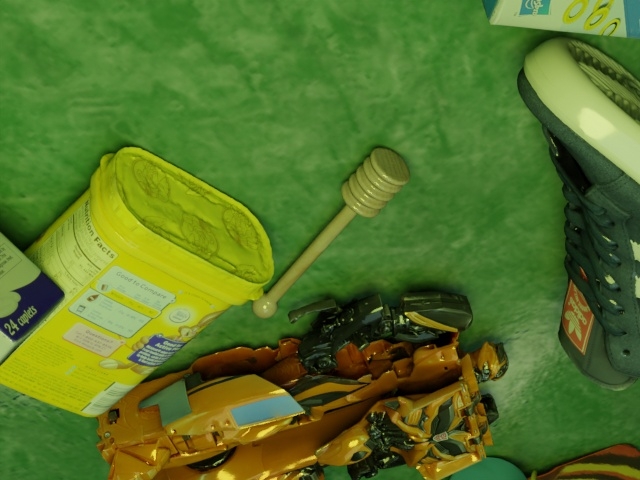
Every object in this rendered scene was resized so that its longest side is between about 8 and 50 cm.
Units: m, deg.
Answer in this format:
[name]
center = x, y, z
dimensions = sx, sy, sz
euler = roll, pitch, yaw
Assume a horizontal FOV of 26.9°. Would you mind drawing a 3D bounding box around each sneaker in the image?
[sneaker]
center = 0.197, 0.013, 0.858
dimensions = 0.148, 0.131, 0.350
euler = -36, 132, 17

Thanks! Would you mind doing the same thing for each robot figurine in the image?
[robot figurine]
center = -0.002, 0.135, 0.971
dimensions = 0.291, 0.085, 0.211
euler = -16, 140, 5

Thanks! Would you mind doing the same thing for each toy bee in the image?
[toy bee]
center = 0.140, 0.274, 1.091
dimensions = 0.298, 0.162, 0.195
euler = -25, 136, 13

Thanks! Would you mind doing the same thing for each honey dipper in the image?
[honey dipper]
center = 0.000, 0.000, 0.880
dimensions = 0.030, 0.030, 0.161
euler = 20, 131, -29

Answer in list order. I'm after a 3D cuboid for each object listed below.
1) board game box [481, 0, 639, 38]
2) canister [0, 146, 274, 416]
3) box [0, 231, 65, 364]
[board game box]
center = 0.259, -0.227, 0.635
dimensions = 0.302, 0.086, 0.308
euler = 3, 141, -15
[canister]
center = -0.132, 0.033, 0.850
dimensions = 0.126, 0.073, 0.170
euler = 29, 124, -34
[box]
center = -0.245, 0.034, 0.786
dimensions = 0.137, 0.072, 0.126
euler = 44, 118, -6
